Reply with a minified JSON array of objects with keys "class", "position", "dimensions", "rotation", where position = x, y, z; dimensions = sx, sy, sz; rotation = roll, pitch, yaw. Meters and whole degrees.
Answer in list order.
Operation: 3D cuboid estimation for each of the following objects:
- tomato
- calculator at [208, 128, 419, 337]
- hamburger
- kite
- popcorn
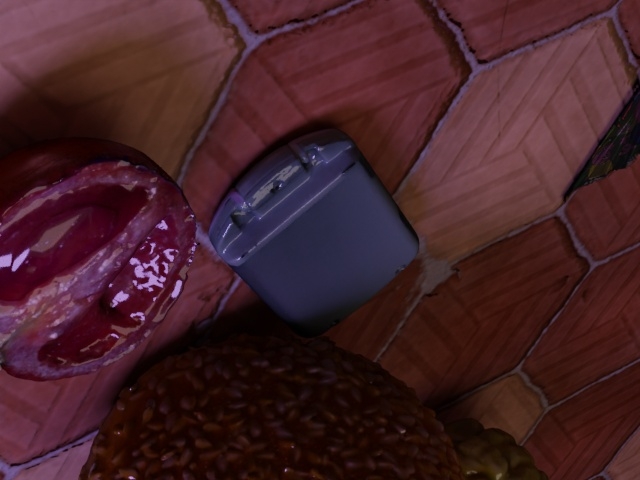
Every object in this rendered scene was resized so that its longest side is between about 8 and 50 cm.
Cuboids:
[{"class":"tomato","position":[-0.179,-0.002,1.074],"dimensions":[0.173,0.099,0.189],"rotation":[-38,145,-7]},{"class":"calculator","position":[0.000,0.000,1.308],"dimensions":[0.141,0.045,0.246],"rotation":[-40,148,1]},{"class":"hamburger","position":[-0.038,0.248,1.328],"dimensions":[0.330,0.330,0.250],"rotation":[-26,145,-20]},{"class":"kite","position":[0.357,-0.154,1.513],"dimensions":[0.321,0.016,0.234],"rotation":[-33,146,-12]},{"class":"popcorn","position":[0.133,0.297,1.685],"dimensions":[0.235,0.181,0.217],"rotation":[-41,150,16]}]
